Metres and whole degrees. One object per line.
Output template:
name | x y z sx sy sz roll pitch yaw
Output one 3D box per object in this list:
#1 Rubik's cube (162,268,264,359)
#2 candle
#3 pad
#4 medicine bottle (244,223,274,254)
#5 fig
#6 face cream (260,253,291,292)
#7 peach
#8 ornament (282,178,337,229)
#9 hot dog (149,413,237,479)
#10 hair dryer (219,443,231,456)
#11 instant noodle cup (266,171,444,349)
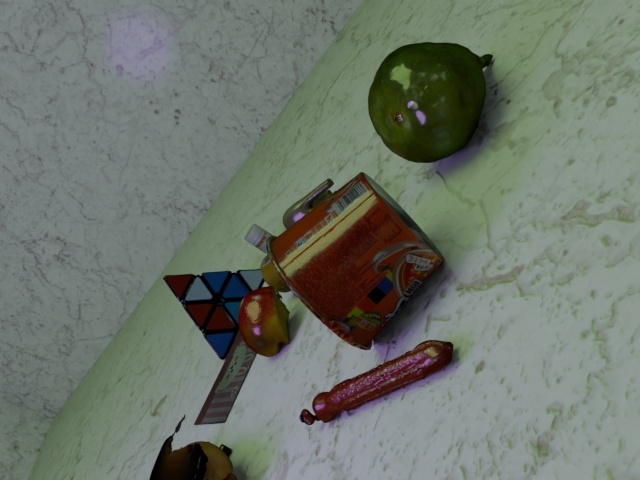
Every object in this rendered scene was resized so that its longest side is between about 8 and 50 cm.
Rubik's cube | -0.331 0.180 1.856 0.284 0.234 0.250 -42 23 34
candle | 0.079 0.215 1.042 0.329 0.048 0.051 -37 39 44
pad | -0.208 0.307 1.683 0.202 0.005 0.300 -27 33 57
medicine bottle | -0.168 -0.003 1.987 0.057 0.089 0.057 -49 18 21
fig | 0.229 -0.263 1.330 0.314 0.233 0.233 -7 -31 -52
face cream | 0.000 0.000 1.524 0.348 0.105 0.105 -38 25 43
peach | -0.124 0.177 1.509 0.151 0.118 0.151 -161 90 -76
ornament | -0.012 -0.071 1.661 0.244 0.061 0.230 -36 -5 28
hot dog | -0.234 0.452 1.323 0.326 0.107 0.194 4 74 69
hair dryer | -0.211 0.444 1.431 0.047 0.026 0.083 -60 11 -19
instant noodle cup | 0.064 0.023 1.123 0.192 0.250 0.250 -44 20 11
